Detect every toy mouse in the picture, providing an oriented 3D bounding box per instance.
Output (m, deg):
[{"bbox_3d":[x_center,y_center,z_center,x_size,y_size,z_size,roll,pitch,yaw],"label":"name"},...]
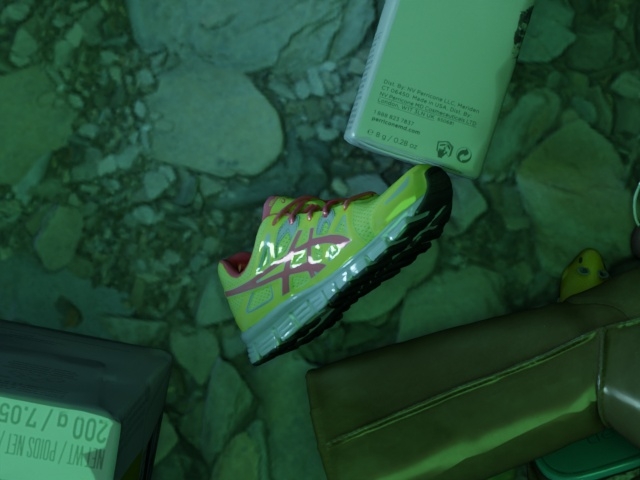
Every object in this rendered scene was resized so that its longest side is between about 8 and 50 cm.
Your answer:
[{"bbox_3d":[0.243,0.042,1.240,0.143,0.031,0.161,14,92,-2],"label":"toy mouse"}]

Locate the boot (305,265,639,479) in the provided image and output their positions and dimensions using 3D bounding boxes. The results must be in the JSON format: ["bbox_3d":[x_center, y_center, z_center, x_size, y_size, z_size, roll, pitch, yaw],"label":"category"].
[{"bbox_3d":[0.138,0.134,1.145,0.269,0.236,0.089,-20,128,7],"label":"boot"}]

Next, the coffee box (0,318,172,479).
[{"bbox_3d":[-0.296,0.218,1.079,0.337,0.338,0.334,10,92,-2],"label":"coffee box"}]

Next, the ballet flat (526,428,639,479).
[{"bbox_3d":[0.314,0.137,1.211,0.342,0.116,0.124,-22,128,3],"label":"ballet flat"}]

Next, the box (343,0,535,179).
[{"bbox_3d":[0.101,-0.184,1.187,0.094,0.113,0.275,18,93,-3],"label":"box"}]

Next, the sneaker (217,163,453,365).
[{"bbox_3d":[0.000,0.000,1.177,0.208,0.081,0.094,-38,77,33],"label":"sneaker"}]
